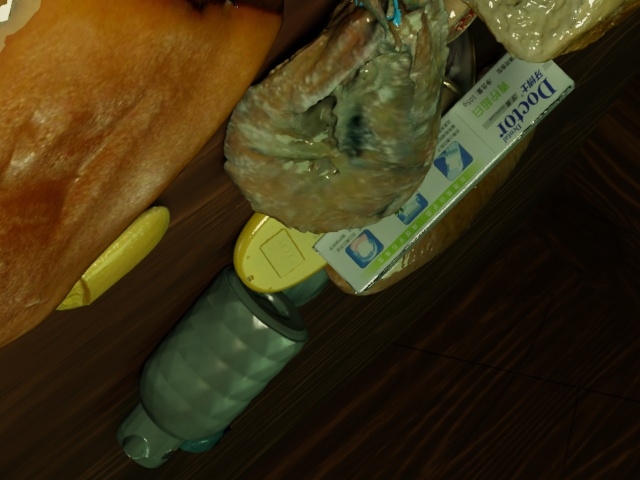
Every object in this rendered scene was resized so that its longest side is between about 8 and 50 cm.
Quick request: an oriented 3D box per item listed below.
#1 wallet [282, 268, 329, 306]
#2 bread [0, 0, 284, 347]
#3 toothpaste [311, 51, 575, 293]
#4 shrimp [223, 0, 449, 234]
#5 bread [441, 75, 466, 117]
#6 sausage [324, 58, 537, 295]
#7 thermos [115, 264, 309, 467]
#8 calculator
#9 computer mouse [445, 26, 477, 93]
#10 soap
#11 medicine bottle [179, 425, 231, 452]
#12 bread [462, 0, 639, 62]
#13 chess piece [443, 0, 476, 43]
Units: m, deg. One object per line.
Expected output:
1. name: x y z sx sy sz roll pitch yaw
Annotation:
1. wallet: 0.001 0.001 1.984 0.251 0.054 0.290 -56 166 30
2. bread: -0.199 -0.063 0.797 0.333 0.143 0.323 -49 168 18
3. toothpaste: 0.140 -0.082 1.551 0.336 0.081 0.067 -45 172 7
4. shrimp: 0.021 -0.149 1.342 0.221 0.110 0.445 -1 144 -9
5. bread: 0.054 -0.124 1.600 0.210 0.110 0.192 -33 166 -49
6. sausage: 0.184 -0.089 1.999 0.501 0.136 0.123 -49 -171 -28
7. thermos: -0.153 0.174 1.822 0.286 0.145 0.182 -47 178 15
8. calculator: -0.009 -0.025 1.738 0.235 0.032 0.146 -40 134 -6
9. computer mouse: 0.138 -0.131 1.787 0.158 0.072 0.310 -87 -160 -56
10. soap: -0.211 0.026 1.343 0.168 0.033 0.089 -42 166 -16
11. medicine bottle: -0.155 0.242 2.198 0.258 0.079 0.124 -53 163 29
12. bread: 0.249 -0.306 1.457 0.176 0.195 0.246 -48 170 32
13. chess piece: 0.159 -0.273 1.647 0.083 0.038 0.083 -46 169 -11
